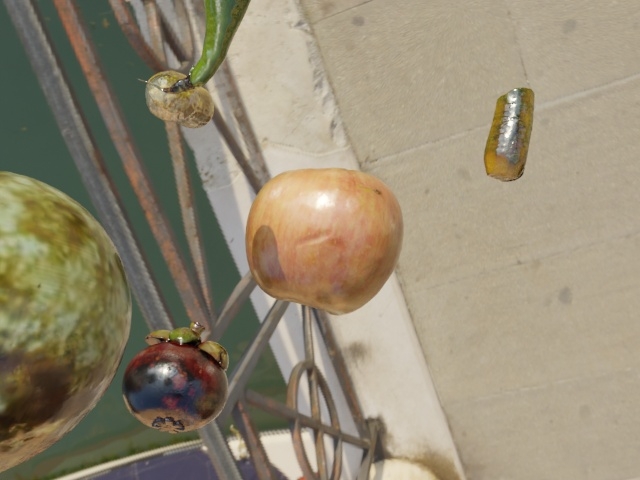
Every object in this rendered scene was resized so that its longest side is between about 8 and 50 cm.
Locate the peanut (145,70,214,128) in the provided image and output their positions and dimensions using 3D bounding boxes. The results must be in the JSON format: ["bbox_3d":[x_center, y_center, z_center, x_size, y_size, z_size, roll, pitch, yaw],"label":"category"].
[{"bbox_3d":[-0.248,-0.246,1.202,0.087,0.207,0.087,0,91,8],"label":"peanut"}]

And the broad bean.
[{"bbox_3d":[-0.141,-0.339,0.928,0.098,0.056,0.317,26,103,-15],"label":"broad bean"}]

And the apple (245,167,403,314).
[{"bbox_3d":[0.000,0.000,1.667,0.392,0.391,0.346,10,87,8],"label":"apple"}]

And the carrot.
[{"bbox_3d":[0.351,-0.197,1.266,0.082,0.082,0.173,7,81,9],"label":"carrot"}]

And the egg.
[{"bbox_3d":[-0.292,0.078,0.555,0.238,0.238,0.289,41,99,-4],"label":"egg"}]

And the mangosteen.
[{"bbox_3d":[-0.246,0.234,1.185,0.200,0.200,0.199,4,109,10],"label":"mangosteen"}]
